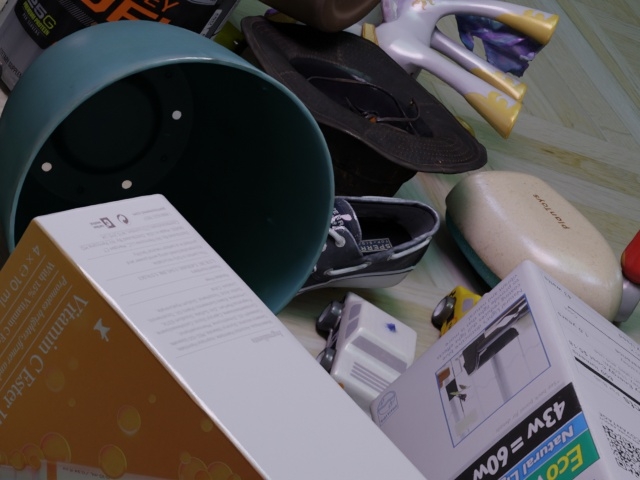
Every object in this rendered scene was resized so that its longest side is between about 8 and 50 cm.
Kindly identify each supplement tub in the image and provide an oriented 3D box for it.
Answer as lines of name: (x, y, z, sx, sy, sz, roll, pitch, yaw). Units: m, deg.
supplement tub: (-0.185, -0.284, 1.918, 0.207, 0.338, 0.207, 29, 27, -16)

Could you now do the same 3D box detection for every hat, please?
hat: (0.027, -0.129, 2.156, 0.331, 0.134, 0.331, 23, 24, -11)

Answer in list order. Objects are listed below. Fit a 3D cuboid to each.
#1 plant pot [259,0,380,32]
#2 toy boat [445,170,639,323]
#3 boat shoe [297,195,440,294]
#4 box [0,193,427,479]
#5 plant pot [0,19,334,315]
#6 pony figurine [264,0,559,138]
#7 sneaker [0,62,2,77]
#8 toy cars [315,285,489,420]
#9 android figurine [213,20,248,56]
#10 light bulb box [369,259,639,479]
plant pot: (-0.025, -0.373, 2.211, 0.229, 0.263, 0.263, 43, 26, 21)
toy boat: (0.306, 0.034, 2.271, 0.318, 0.148, 0.267, 4, 36, -37)
boat shoe: (0.000, 0.000, 1.914, 0.301, 0.102, 0.108, -1, 57, -38)
box: (-0.115, 0.163, 1.420, 0.345, 0.215, 0.168, 46, 27, 18)
plant pot: (-0.164, -0.068, 1.675, 0.293, 0.293, 0.235, 21, 15, -30)
pony figurine: (0.115, -0.293, 2.399, 0.363, 0.303, 0.351, 24, 52, 3)
sneaker: (-0.413, -0.169, 1.761, 0.087, 0.083, 0.221, 36, 18, 32)
toy cars: (0.121, 0.105, 1.953, 0.393, 0.087, 0.176, -1, 45, -52)
android figurine: (-0.214, -0.316, 2.260, 0.273, 0.056, 0.248, 45, 27, 10)
light bulb box: (0.262, 0.269, 1.635, 0.358, 0.225, 0.361, 36, 21, -24)
